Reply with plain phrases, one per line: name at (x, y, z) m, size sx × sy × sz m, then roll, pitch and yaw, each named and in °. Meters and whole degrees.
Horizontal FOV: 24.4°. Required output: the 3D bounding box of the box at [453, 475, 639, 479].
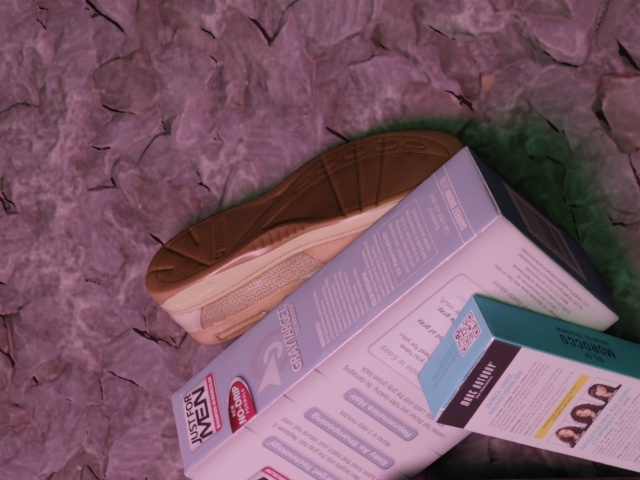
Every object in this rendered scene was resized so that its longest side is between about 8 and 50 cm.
box at (0.180, 0.324, 1.323) m, size 0.270 × 0.060 × 0.216 m, roll 0°, pitch 70°, yaw -4°

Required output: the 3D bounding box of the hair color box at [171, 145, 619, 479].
hair color box at (0.062, 0.108, 1.353) m, size 0.374 × 0.113 × 0.185 m, roll -41°, pitch 126°, yaw 17°

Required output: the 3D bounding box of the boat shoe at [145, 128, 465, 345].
boat shoe at (0.000, 0.000, 1.421) m, size 0.341 × 0.122 × 0.110 m, roll -23°, pitch 125°, yaw 21°

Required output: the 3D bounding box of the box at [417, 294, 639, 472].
box at (0.215, 0.130, 1.297) m, size 0.244 × 0.060 × 0.100 m, roll 17°, pitch 120°, yaw -26°
